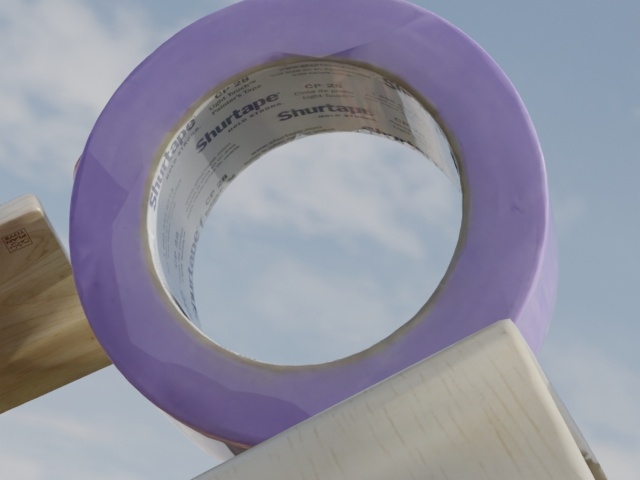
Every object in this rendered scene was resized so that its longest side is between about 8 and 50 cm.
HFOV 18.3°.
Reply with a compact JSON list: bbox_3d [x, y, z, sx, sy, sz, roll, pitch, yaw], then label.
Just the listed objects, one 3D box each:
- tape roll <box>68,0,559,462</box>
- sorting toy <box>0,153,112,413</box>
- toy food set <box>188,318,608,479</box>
[{"bbox_3d":[0.000,0.000,0.798,0.189,0.189,0.080,6,-16,12],"label":"tape roll"},{"bbox_3d":[-0.190,0.038,0.967,0.274,0.046,0.132,-24,-38,-3],"label":"sorting toy"},{"bbox_3d":[-0.022,0.123,0.459,0.219,0.092,0.306,-28,-15,4],"label":"toy food set"}]
